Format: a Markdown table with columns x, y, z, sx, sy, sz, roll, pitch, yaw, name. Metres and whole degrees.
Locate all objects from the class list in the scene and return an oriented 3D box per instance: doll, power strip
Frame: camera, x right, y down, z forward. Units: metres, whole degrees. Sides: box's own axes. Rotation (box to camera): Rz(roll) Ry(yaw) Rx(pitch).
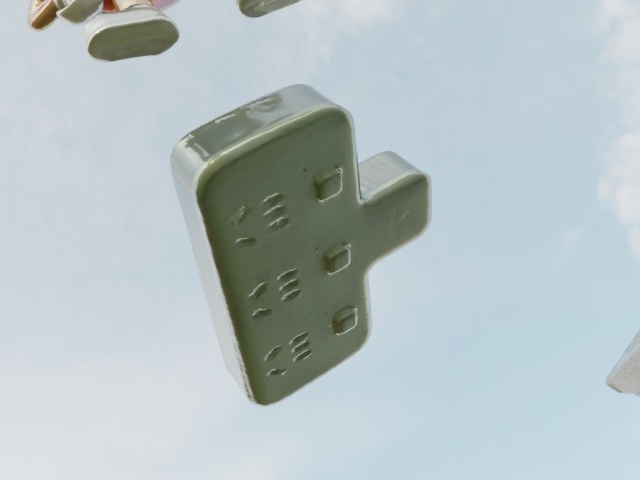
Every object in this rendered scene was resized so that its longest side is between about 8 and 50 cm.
| x | y | z | sx | sy | sz | roll | pitch | yaw | name |
| --- | --- | --- | --- | --- | --- | --- | --- | --- | --- |
| -0.124 | -0.196 | 0.546 | 0.183 | 0.217 | 0.085 | -27 | -47 | -20 | doll |
| 0.000 | 0.000 | 0.604 | 0.193 | 0.059 | 0.265 | -29 | -42 | -21 | power strip |

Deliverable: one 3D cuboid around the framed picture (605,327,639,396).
| x | y | z | sx | sy | sz | roll | pitch | yaw | name |
| --- | --- | --- | --- | --- | --- | --- | --- | --- | --- |
| 0.234 | -0.086 | 0.316 | 0.315 | 0.024 | 0.232 | -49 | -18 | -20 | framed picture |
